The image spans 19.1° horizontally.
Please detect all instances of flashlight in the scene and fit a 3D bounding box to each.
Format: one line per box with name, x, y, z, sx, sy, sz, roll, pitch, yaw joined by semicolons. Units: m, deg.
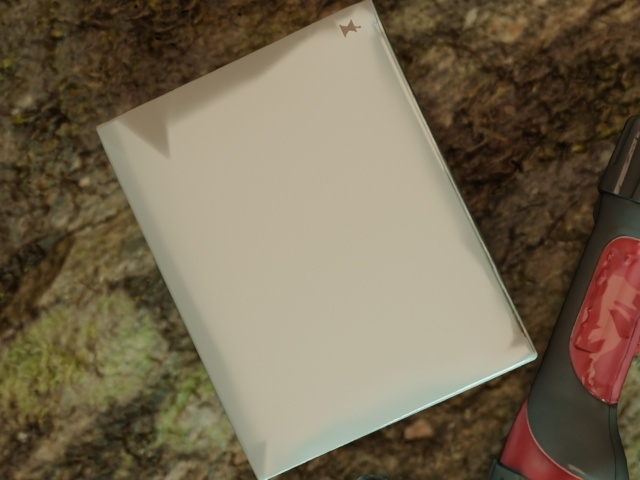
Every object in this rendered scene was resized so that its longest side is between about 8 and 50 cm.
flashlight;0.204;0.071;1.311;0.103;0.103;0.304;22;92;4

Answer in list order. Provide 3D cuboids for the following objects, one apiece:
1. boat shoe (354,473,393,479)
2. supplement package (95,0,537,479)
boat shoe;0.134;0.270;1.305;0.306;0.113;0.105;38;124;10
supplement package;0.000;0.000;1.302;0.204;0.145;0.262;-25;88;3
